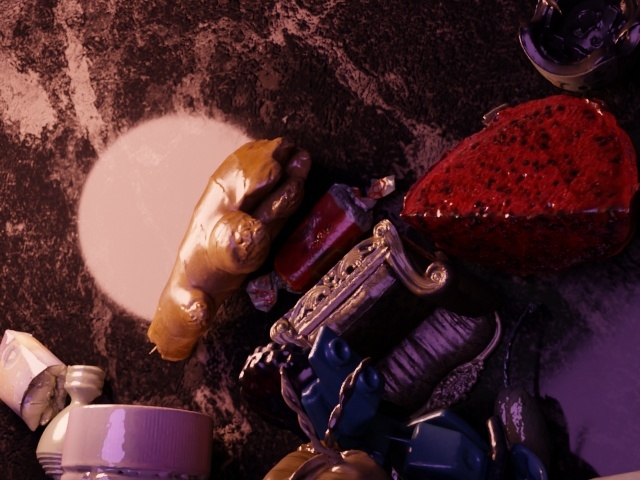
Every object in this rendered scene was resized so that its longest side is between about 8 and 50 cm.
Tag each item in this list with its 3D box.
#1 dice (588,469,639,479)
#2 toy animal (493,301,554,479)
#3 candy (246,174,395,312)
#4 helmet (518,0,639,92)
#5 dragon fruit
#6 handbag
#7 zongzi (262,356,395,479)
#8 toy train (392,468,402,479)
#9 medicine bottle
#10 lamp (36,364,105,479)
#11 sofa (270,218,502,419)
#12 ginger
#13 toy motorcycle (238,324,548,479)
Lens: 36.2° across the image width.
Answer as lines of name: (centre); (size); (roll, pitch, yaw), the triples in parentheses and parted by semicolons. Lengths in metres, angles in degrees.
dice: (0.407, 0.360, 0.974); (0.262, 0.268, 0.264); (-14, 70, 27)
toy animal: (0.250, 0.198, 1.225); (0.070, 0.079, 0.253); (-5, 75, 19)
candy: (0.000, 0.000, 1.447); (0.292, 0.059, 0.086); (-47, 59, 13)
helmet: (0.356, -0.264, 1.283); (0.153, 0.107, 0.177); (29, 73, 37)
dragon fruit: (0.291, -0.068, 1.254); (0.317, 0.152, 0.205); (1, 56, 40)
handbag: (-0.490, 0.238, 1.661); (0.173, 0.095, 0.117); (27, 97, 42)
zongzi: (-0.028, 0.401, 1.081); (0.467, 0.218, 0.500); (-24, 105, 47)
toy train: (0.091, 0.301, 1.332); (0.017, 0.017, 0.083); (-38, 60, 8)
medicine bottle: (-0.265, 0.404, 1.374); (0.256, 0.256, 0.325); (-5, 72, 30)
lamp: (-0.394, 0.298, 1.581); (0.106, 0.106, 0.193); (-5, 65, 30)
sofa: (0.098, 0.125, 1.270); (0.258, 0.200, 0.182); (-44, 57, 12)
ginger: (-0.125, 0.024, 1.467); (0.236, 0.166, 0.375); (18, 95, 48)
toy motorcycle: (0.103, 0.242, 1.135); (0.232, 0.416, 0.172); (-29, 24, 38)
